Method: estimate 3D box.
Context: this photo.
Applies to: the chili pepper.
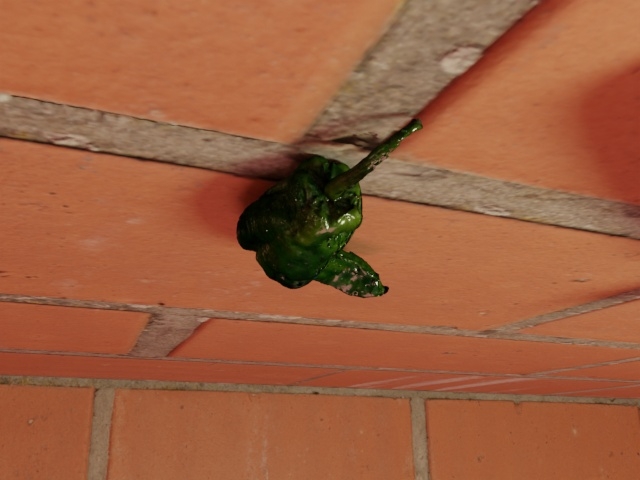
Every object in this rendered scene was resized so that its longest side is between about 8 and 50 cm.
[{"bbox_3d":[-0.001,0.000,0.472,0.122,0.065,0.279,-8,164,-2],"label":"chili pepper"}]
